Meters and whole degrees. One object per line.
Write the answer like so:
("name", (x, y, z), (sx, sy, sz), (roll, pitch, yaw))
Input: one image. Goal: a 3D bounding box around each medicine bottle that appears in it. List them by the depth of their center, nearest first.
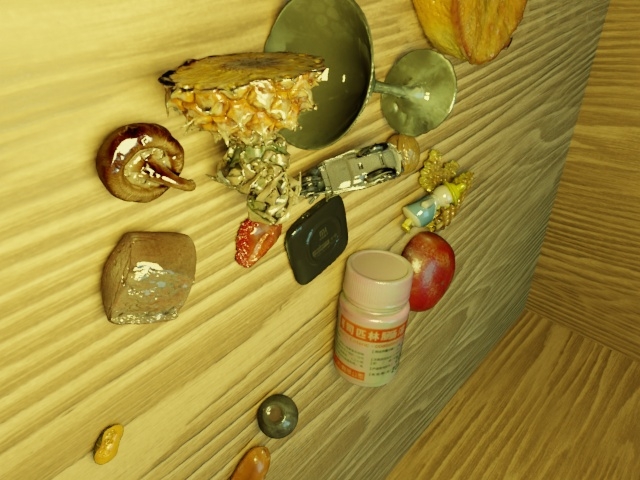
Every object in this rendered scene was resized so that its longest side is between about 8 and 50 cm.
("medicine bottle", (0.159, 0.239, 1.236), (0.219, 0.219, 0.388), (-19, 126, -40))

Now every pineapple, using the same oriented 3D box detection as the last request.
("pineapple", (-0.111, -0.153, 0.677), (0.262, 0.262, 0.271), (-31, 133, -32))

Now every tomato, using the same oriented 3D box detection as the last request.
("tomato", (0.406, 0.134, 1.511), (0.338, 0.144, 0.338), (-24, 125, -38))

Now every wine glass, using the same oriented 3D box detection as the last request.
("wine glass", (0.112, -0.323, 0.835), (0.406, 0.267, 0.267), (-14, 122, -46))

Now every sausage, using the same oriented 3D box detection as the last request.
("sausage", (-0.223, 0.726, 1.206), (0.098, 0.098, 0.238), (22, 96, -51))

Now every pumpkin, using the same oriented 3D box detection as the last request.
("pumpkin", (-0.441, 0.416, 0.831), (0.050, 0.028, 0.083), (35, 76, -53))

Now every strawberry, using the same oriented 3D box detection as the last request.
("strawberry", (-0.138, -0.006, 0.902), (0.104, 0.048, 0.152), (15, 97, -47))

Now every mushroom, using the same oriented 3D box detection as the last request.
("mushroom", (-0.277, -0.120, 0.656), (0.135, 0.080, 0.171), (-51, 143, 7))

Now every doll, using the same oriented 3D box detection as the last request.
("doll", (0.360, -0.116, 1.303), (0.241, 0.098, 0.135), (-32, 135, 5))

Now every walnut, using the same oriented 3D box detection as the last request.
("walnut", (0.228, -0.245, 1.126), (0.105, 0.105, 0.124), (-24, 125, -37))

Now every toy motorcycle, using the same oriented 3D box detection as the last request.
("toy motorcycle", (0.064, -0.147, 0.913), (0.263, 0.157, 0.090), (-17, 88, 0))

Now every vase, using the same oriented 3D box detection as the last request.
("vase", (-0.117, 0.530, 1.200), (0.120, 0.120, 0.183), (-47, 154, -17))

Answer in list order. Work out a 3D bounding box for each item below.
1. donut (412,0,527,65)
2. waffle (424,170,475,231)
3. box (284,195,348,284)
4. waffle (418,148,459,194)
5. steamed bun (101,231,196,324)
("donut", (0.377, -0.647, 1.004), (0.435, 0.163, 0.377), (-28, 132, -38))
("waffle", (0.470, -0.140, 1.455), (0.243, 0.059, 0.237), (-25, 141, -43))
("box", (0.000, 0.000, 1.060), (0.212, 0.042, 0.201), (-39, 134, -27))
("waffle", (0.392, -0.230, 1.349), (0.194, 0.051, 0.149), (27, 94, -50))
("steamed bun", (-0.304, 0.070, 0.715), (0.145, 0.106, 0.175), (4, 111, -49))
